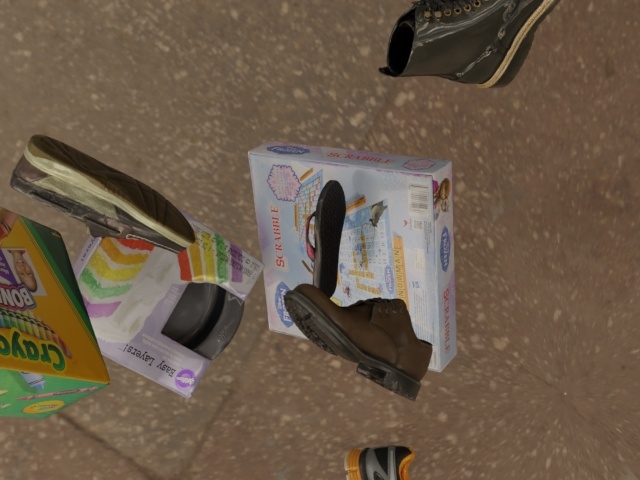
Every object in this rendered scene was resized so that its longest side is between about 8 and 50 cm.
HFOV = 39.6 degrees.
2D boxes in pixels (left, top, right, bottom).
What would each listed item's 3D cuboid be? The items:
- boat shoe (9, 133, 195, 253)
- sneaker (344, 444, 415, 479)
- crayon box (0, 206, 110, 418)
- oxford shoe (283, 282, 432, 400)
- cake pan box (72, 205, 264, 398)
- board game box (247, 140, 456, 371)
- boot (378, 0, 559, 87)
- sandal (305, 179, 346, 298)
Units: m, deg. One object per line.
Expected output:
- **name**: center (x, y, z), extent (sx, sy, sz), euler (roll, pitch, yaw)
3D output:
- **boat shoe**: center (-0.249, -0.040, 1.024), extent (0.073, 0.223, 0.080), euler (-48, 33, 16)
- **sneaker**: center (0.093, 0.338, 1.025), extent (0.083, 0.084, 0.215), euler (-19, 72, 7)
- **crayon box**: center (-0.295, 0.049, 0.720), extent (0.081, 0.278, 0.165), euler (-27, 71, 9)
- **oxford shoe**: center (0.047, 0.095, 1.010), extent (0.083, 0.227, 0.096), euler (18, 75, 49)
- **cake pan box**: center (-0.244, 0.079, 1.342), extent (0.246, 0.267, 0.070), euler (-59, 29, -9)
- **board game box**: center (0.049, 0.019, 1.360), extent (0.318, 0.066, 0.319), euler (11, 118, 31)
- **boot**: center (0.140, -0.224, 0.789), extent (0.077, 0.137, 0.198), euler (51, 136, 44)
- **sandal**: center (0.000, 0.000, 1.268), extent (0.040, 0.067, 0.179), euler (18, 114, 33)
